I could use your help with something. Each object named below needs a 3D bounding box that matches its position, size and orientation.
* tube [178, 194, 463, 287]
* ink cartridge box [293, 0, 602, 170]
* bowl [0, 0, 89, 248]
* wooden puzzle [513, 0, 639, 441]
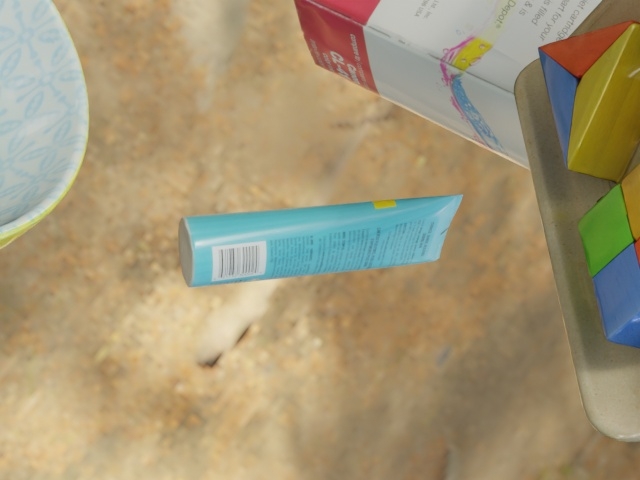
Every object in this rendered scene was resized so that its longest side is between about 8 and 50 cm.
[{"bbox_3d":[0.000,0.000,1.410,0.207,0.052,0.080,-5,150,-15],"label":"tube"},{"bbox_3d":[0.168,-0.189,1.502,0.226,0.306,0.131,-55,161,-17],"label":"ink cartridge box"},{"bbox_3d":[-0.295,-0.081,1.096,0.289,0.289,0.156,-16,161,-50],"label":"bowl"},{"bbox_3d":[0.245,-0.091,1.179,0.080,0.322,0.348,17,138,-30],"label":"wooden puzzle"}]
